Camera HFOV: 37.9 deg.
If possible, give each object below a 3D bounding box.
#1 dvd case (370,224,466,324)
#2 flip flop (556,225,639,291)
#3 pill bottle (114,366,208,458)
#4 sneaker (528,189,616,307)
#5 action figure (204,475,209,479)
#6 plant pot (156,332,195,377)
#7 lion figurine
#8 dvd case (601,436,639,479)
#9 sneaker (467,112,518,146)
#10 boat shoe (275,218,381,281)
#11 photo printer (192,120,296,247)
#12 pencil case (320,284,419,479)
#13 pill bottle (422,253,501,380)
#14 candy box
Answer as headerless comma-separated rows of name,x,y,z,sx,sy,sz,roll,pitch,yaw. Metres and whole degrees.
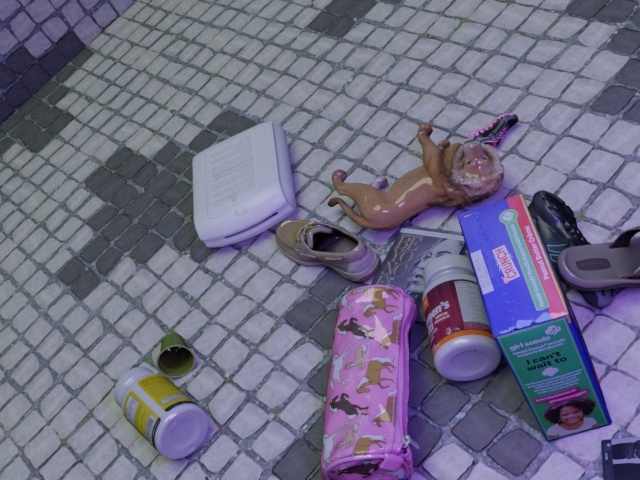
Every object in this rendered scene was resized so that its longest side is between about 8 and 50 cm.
dvd case,0.191,0.065,1.893,0.165,0.018,0.221,9,57,39
flip flop,0.540,0.020,1.598,0.277,0.080,0.112,-6,49,-12
pill bottle,-0.330,0.345,1.898,0.119,0.119,0.208,-47,43,-13
sneaker,0.451,0.030,1.718,0.106,0.101,0.267,-51,41,30
action figure,-0.189,0.555,1.597,0.164,0.141,0.275,-15,61,25
plant pot,-0.317,0.243,2.026,0.083,0.083,0.079,-32,28,3
lion figurine,0.196,-0.108,1.981,0.392,0.142,0.240,-33,43,18
dvd case,0.540,0.366,1.370,0.239,0.029,0.179,-11,46,24
sneaker,0.384,-0.231,2.031,0.119,0.047,0.057,-32,56,10
boat shoe,0.000,0.000,2.018,0.302,0.098,0.109,23,66,46
photo printer,-0.187,-0.128,2.256,0.256,0.107,0.307,-24,43,13
pencil case,0.094,0.259,1.671,0.167,0.160,0.386,2,48,4
pill bottle,0.252,0.138,1.706,0.121,0.121,0.221,-22,43,15
candy box,0.347,0.126,1.505,0.122,0.317,0.268,-22,43,15
